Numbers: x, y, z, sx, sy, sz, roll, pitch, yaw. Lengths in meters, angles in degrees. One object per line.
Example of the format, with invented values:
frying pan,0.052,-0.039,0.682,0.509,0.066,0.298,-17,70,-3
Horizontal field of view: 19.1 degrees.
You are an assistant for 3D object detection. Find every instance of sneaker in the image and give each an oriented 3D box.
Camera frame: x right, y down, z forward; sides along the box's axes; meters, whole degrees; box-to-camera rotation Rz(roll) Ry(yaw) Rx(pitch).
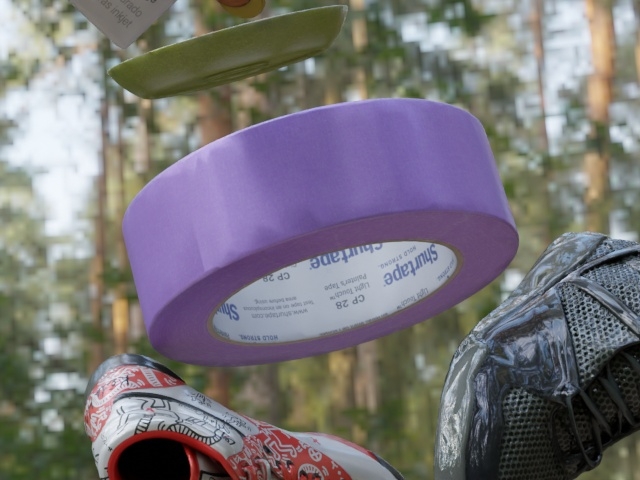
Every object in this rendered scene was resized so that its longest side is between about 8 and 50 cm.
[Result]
sneaker,-0.044,0.179,1.346,0.270,0.090,0.145,28,12,-16
sneaker,0.144,0.069,0.939,0.130,0.087,0.227,-1,28,34

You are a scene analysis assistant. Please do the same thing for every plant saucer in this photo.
plant saucer,-0.085,-0.177,1.834,0.241,0.037,0.241,-15,2,1

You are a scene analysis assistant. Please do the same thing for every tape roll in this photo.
tape roll,0.000,0.000,1.372,0.275,0.090,0.275,-15,-19,-5

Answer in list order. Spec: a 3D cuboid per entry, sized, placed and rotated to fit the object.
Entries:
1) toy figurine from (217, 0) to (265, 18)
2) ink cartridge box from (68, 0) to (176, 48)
toy figurine,-0.113,-0.286,1.457,0.209,0.148,0.213,18,-34,-3
ink cartridge box,-0.094,-0.293,1.124,0.289,0.121,0.211,-43,-45,5
